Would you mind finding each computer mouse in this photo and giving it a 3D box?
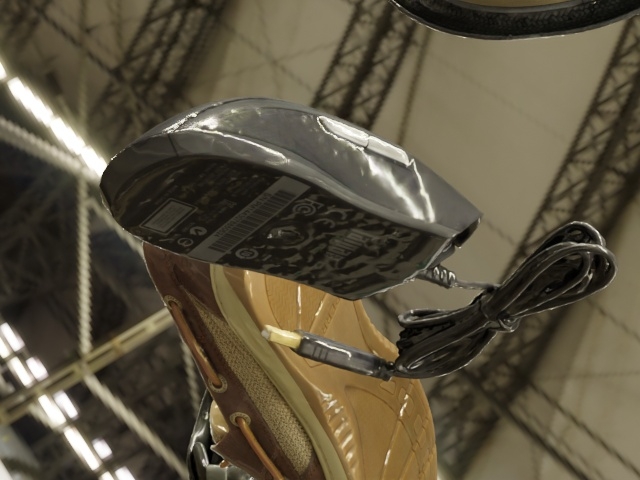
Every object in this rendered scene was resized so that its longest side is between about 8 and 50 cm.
[{"bbox_3d":[0.000,0.000,0.694,0.184,0.262,0.060,-41,-138,49],"label":"computer mouse"}]

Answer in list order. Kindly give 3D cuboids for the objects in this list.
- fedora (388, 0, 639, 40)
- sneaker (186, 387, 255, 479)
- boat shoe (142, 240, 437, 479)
[{"bbox_3d":[0.178,-0.313,1.088,0.334,0.334,0.152,42,-13,38],"label":"fedora"},{"bbox_3d":[-0.090,0.256,1.339,0.146,0.102,0.293,71,18,-71],"label":"sneaker"},{"bbox_3d":[-0.019,0.111,0.952,0.123,0.123,0.342,-1,-45,32],"label":"boat shoe"}]
